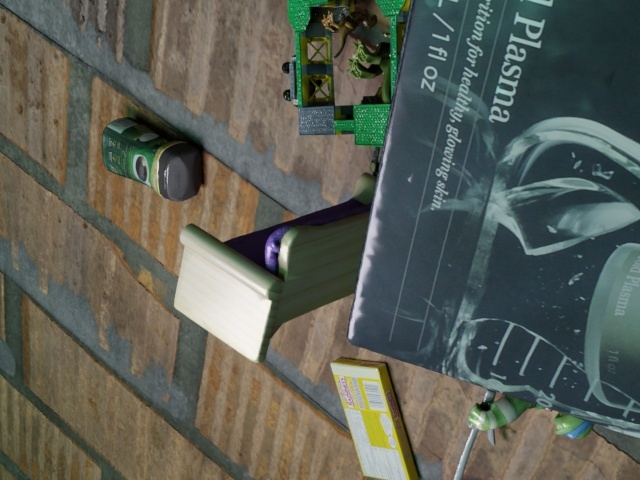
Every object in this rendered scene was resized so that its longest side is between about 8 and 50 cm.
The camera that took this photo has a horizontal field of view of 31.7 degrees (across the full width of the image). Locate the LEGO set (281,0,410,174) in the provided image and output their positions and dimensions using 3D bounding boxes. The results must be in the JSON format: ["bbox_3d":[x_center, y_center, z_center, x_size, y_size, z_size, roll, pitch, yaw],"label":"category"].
[{"bbox_3d":[0.109,-0.218,1.364,0.331,0.192,0.254,-6,90,62],"label":"LEGO set"}]

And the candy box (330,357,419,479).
[{"bbox_3d":[0.085,0.284,1.770,0.105,0.027,0.205,2,114,48],"label":"candy box"}]

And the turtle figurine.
[{"bbox_3d":[0.207,0.164,1.441,0.275,0.198,0.266,-31,87,46],"label":"turtle figurine"}]

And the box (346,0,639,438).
[{"bbox_3d":[0.312,-0.091,0.993,0.472,0.297,0.479,16,128,10],"label":"box"}]

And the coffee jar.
[{"bbox_3d":[-0.275,-0.133,1.853,0.184,0.079,0.096,26,126,35],"label":"coffee jar"}]

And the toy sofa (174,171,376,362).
[{"bbox_3d":[0.000,0.000,1.415,0.150,0.363,0.177,31,122,30],"label":"toy sofa"}]
